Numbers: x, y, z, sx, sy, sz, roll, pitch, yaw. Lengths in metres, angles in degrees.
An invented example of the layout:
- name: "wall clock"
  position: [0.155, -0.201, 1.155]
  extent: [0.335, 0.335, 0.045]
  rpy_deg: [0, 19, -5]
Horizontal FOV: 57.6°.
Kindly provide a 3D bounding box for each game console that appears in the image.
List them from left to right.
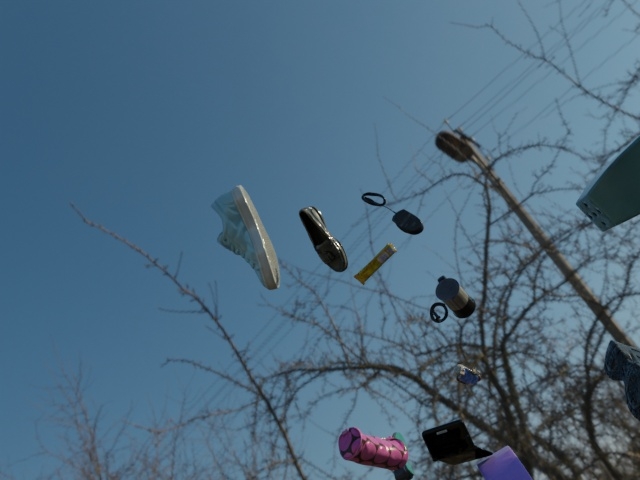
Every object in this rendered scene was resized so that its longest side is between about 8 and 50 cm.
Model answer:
- name: "game console"
  position: [0.317, 0.473, 1.357]
  extent: [0.122, 0.107, 0.071]
  rpy_deg: [-35, -17, 37]

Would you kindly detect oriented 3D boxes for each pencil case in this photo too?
- name: "pencil case"
  position: [0.139, 0.559, 1.569]
  extent: [0.095, 0.098, 0.209]
  rpy_deg: [-38, -47, 24]

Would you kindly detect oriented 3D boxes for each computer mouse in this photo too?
- name: "computer mouse"
  position: [0.241, -0.090, 1.959]
  extent: [0.071, 0.242, 0.041]
  rpy_deg: [-47, -22, -18]

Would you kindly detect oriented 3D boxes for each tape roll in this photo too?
- name: "tape roll"
  position: [0.464, 0.608, 1.304]
  extent: [0.090, 0.275, 0.275]
  rpy_deg: [-32, -34, 3]

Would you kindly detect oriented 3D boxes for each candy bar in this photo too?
- name: "candy bar"
  position: [0.161, 0.069, 1.706]
  extent: [0.161, 0.040, 0.018]
  rpy_deg: [-47, -2, 25]

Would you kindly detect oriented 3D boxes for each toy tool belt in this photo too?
- name: "toy tool belt"
  position: [0.400, 0.364, 1.555]
  extent: [0.083, 0.052, 0.051]
  rpy_deg: [19, -5, -12]

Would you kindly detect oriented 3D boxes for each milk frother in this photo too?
- name: "milk frother"
  position: [0.412, 0.203, 1.917]
  extent: [0.143, 0.129, 0.135]
  rpy_deg: [-49, -51, -1]

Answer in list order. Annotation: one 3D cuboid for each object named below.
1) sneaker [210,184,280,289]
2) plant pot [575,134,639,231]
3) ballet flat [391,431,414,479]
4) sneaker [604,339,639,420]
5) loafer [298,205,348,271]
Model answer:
- name: "sneaker"
  position: [-0.248, 0.010, 1.889]
  extent: [0.150, 0.366, 0.135]
  rpy_deg: [-26, -17, 7]
- name: "plant pot"
  position: [0.800, -0.143, 1.511]
  extent: [0.234, 0.165, 0.165]
  rpy_deg: [-39, -12, -1]
- name: "ballet flat"
  position: [0.242, 0.687, 1.836]
  extent: [0.074, 0.203, 0.074]
  rpy_deg: [-1, -72, -3]
- name: "sneaker"
  position: [0.731, 0.307, 1.279]
  extent: [0.130, 0.286, 0.109]
  rpy_deg: [7, -70, 6]
- name: "loafer"
  position: [0.000, 0.000, 2.066]
  extent: [0.096, 0.267, 0.084]
  rpy_deg: [-36, -13, 24]
